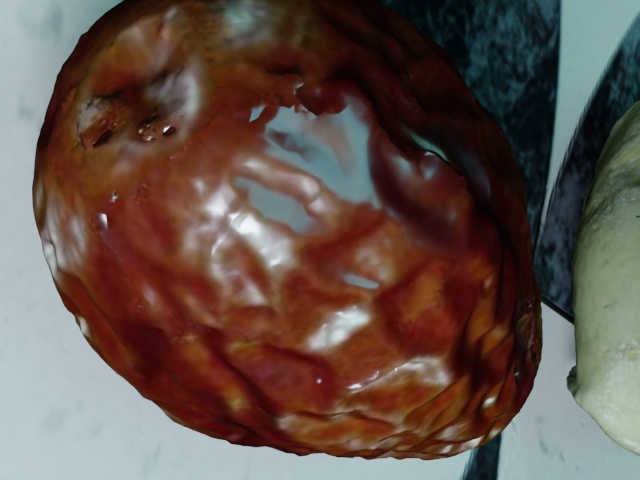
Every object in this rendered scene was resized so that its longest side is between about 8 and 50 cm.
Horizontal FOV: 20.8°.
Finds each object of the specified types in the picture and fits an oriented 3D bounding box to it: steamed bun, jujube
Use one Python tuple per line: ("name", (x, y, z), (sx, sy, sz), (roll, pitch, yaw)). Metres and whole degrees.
("steamed bun", (0.193, 0.043, 0.996), (0.212, 0.110, 0.231), (-43, 115, -59))
("jujube", (0.000, 0.000, 0.743), (0.290, 0.197, 0.197), (45, 55, -52))
